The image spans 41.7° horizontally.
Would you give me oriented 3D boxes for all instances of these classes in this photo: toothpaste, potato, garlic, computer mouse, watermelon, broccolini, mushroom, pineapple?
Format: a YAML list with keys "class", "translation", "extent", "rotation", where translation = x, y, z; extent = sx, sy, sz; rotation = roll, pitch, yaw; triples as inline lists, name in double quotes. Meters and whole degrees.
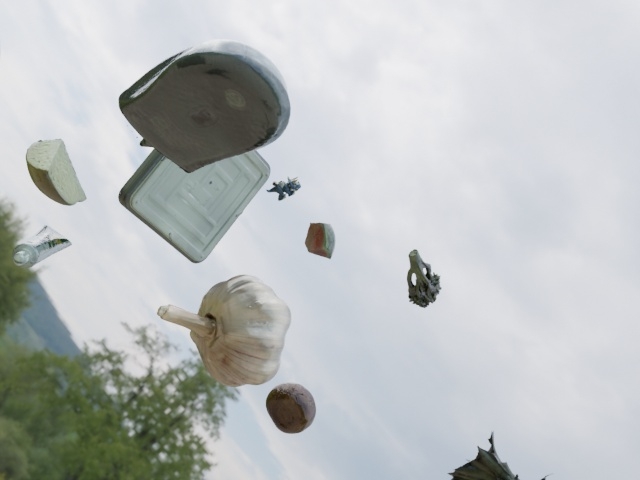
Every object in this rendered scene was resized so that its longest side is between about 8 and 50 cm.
- class: "toothpaste"
  translation: [-0.376, 0.008, 1.131]
  extent: [0.049, 0.031, 0.204]
  rotation: [36, 6, -8]
- class: "potato"
  translation: [-0.539, -0.110, 1.672]
  extent: [0.120, 0.081, 0.149]
  rotation: [-86, 165, -54]
- class: "garlic"
  translation: [-0.171, 0.146, 1.409]
  extent: [0.226, 0.199, 0.199]
  rotation: [15, 9, -43]
- class: "computer mouse"
  translation: [-0.176, -0.218, 1.320]
  extent: [0.371, 0.122, 0.188]
  rotation: [-16, -52, 46]
- class: "watermelon"
  translation: [0.003, -0.005, 1.970]
  extent: [0.072, 0.084, 0.092]
  rotation: [14, -9, 16]
- class: "broccolini"
  translation: [0.226, 0.090, 1.873]
  extent: [0.068, 0.091, 0.202]
  rotation: [62, 2, 28]
- class: "mushroom"
  translation: [-0.070, 0.399, 2.013]
  extent: [0.127, 0.127, 0.087]
  rotation: [54, 6, -4]
- class: "pineapple"
  translation: [0.331, 0.412, 1.280]
  extent: [0.277, 0.119, 0.130]
  rotation: [35, -11, 26]

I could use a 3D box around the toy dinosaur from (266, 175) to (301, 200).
- class: "toy dinosaur"
  translation: [-0.088, -0.127, 2.024]
  extent: [0.030, 0.083, 0.047]
  rotation: [-90, 157, -69]

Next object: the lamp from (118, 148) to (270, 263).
- class: "lamp"
  translation: [-0.246, -0.116, 1.710]
  extent: [0.047, 0.269, 0.266]
  rotation: [30, -11, 39]
